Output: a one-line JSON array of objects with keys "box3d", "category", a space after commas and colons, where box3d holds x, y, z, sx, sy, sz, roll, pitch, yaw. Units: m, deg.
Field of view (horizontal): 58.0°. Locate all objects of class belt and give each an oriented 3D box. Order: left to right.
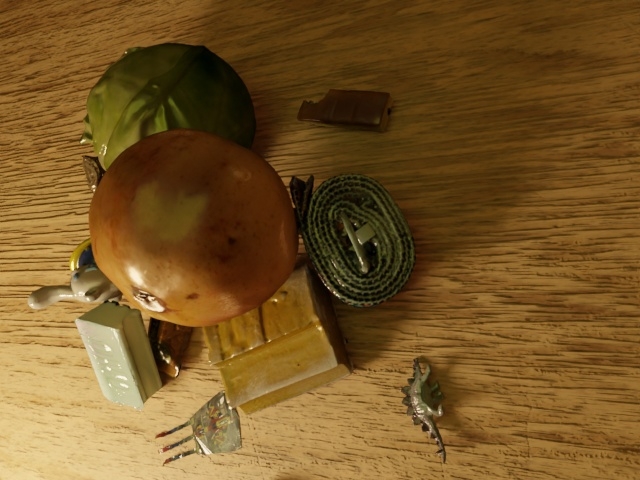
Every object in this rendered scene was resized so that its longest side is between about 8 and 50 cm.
[{"box3d": [0.069, -0.009, 1.164, 0.207, 0.160, 0.294, -19, 83, -2], "category": "belt"}]

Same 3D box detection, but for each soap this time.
[{"box3d": [-0.483, 0.280, 1.397, 0.150, 0.094, 0.261, 11, 122, 31], "category": "soap"}, {"box3d": [-0.097, 0.216, 1.263, 0.281, 0.143, 0.259, -26, 66, 15], "category": "soap"}]

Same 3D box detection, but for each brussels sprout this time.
[{"box3d": [-0.348, -0.295, 1.395, 0.361, 0.342, 0.425, -43, 65, 19], "category": "brussels sprout"}]

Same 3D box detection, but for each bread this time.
[{"box3d": [0.056, -0.308, 1.359, 0.226, 0.049, 0.088, 13, 84, 31], "category": "bread"}]

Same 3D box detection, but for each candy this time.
[{"box3d": [-0.368, 0.200, 1.429, 0.143, 0.101, 0.271, 17, 92, 39], "category": "candy"}]

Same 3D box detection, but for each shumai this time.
[{"box3d": [-0.601, -0.196, 1.643, 0.116, 0.145, 0.145, -21, 67, 2], "category": "shumai"}]

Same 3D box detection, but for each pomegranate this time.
[{"box3d": [-0.232, -0.034, 1.145, 0.412, 0.411, 0.411, -7, 74, 26], "category": "pomegranate"}]

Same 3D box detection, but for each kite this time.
[{"box3d": [-0.294, 0.460, 1.370, 0.245, 0.015, 0.141, -28, 64, 18], "category": "kite"}]

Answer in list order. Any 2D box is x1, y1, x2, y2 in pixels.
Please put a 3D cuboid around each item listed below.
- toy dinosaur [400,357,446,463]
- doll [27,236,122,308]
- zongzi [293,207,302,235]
[{"box3d": [0.206, 0.329, 1.122, 0.082, 0.039, 0.208, -30, 55, 22], "category": "toy dinosaur"}, {"box3d": [-0.578, 0.100, 1.480, 0.311, 0.159, 0.242, -20, 47, -17], "category": "doll"}, {"box3d": [0.000, 0.000, 1.294, 0.160, 0.078, 0.176, -9, 76, 24], "category": "zongzi"}]
